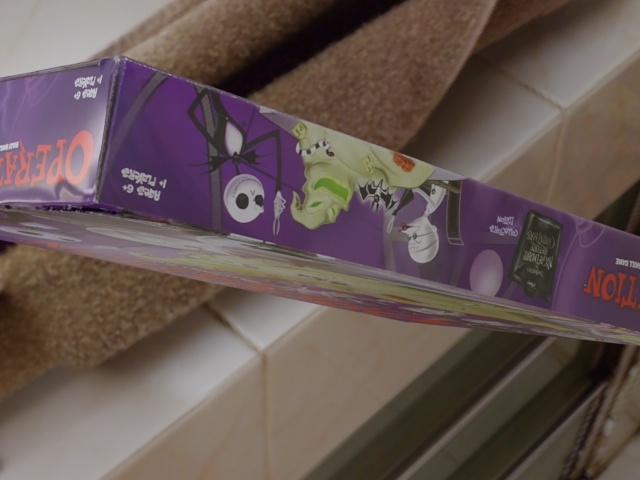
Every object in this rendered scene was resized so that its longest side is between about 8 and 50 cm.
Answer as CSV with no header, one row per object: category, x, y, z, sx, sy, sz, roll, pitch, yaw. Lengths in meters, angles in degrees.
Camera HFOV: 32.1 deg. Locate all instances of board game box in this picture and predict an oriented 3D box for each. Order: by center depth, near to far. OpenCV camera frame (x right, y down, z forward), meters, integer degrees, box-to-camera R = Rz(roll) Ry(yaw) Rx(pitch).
board game box,0.000,0.000,0.480,0.208,0.346,0.056,8,85,49
